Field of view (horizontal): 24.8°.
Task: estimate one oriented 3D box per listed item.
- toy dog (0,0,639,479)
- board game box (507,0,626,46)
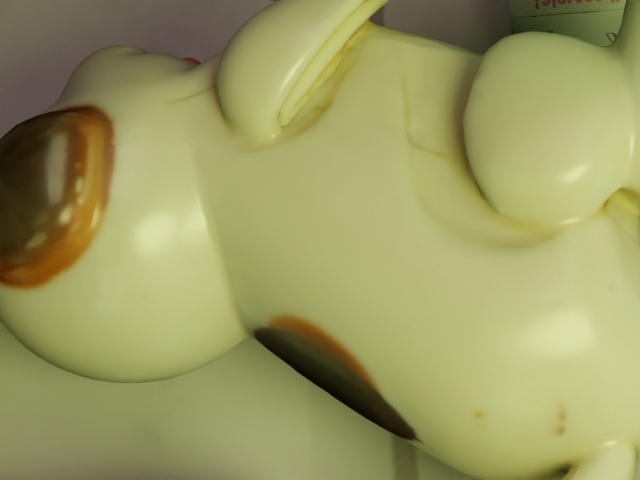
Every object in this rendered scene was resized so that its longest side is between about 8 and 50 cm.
[{"bbox_3d":[0.000,0.000,0.875,0.408,0.284,0.395,6,75,11],"label":"toy dog"},{"bbox_3d":[0.246,-0.285,1.077,0.224,0.097,0.303,-3,68,10],"label":"board game box"}]
